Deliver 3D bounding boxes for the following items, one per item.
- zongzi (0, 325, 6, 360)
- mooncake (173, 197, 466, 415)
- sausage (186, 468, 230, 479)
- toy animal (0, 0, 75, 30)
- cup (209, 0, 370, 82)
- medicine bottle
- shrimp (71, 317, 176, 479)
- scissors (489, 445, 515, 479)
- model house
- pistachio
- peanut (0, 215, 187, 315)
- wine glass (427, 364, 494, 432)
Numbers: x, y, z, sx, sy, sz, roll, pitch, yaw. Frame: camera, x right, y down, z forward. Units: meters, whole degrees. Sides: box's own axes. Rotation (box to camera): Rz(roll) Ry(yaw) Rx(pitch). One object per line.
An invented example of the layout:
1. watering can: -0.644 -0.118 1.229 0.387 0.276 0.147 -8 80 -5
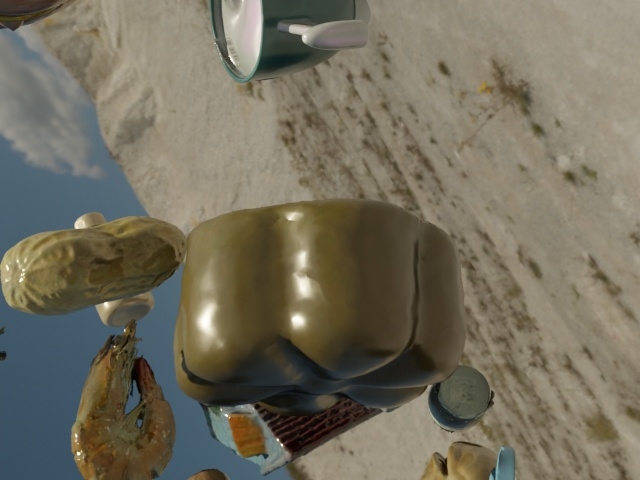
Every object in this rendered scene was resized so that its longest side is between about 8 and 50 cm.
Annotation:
1. zongzi: -0.962 0.198 1.435 0.447 0.418 0.181 50 180 -35
2. mooncake: -0.002 0.123 1.073 0.467 0.467 0.262 53 -147 -60
3. sausage: -0.191 0.576 1.311 0.253 0.123 0.123 42 170 52
4. toy animal: -0.231 -0.218 0.468 0.248 0.165 0.149 31 134 49
5. cup: -0.035 -0.299 0.868 0.300 0.173 0.167 42 138 46
6. medicine bottle: -0.450 0.055 1.424 0.252 0.114 0.114 59 -177 23
7. shrimp: -0.202 0.168 0.696 0.042 0.101 0.190 113 155 -51
8. scissors: 0.172 0.336 0.659 0.125 0.030 0.256 85 -163 -47
9. model house: -0.030 0.316 1.382 0.339 0.360 0.297 9 113 56
10. pistachio: 0.199 0.343 0.896 0.144 0.144 0.215 58 -166 19
11. peanut: -0.380 0.039 1.152 0.152 0.313 0.152 36 131 56
12. wine glass: 0.262 0.307 1.283 0.111 0.111 0.204 58 172 21
